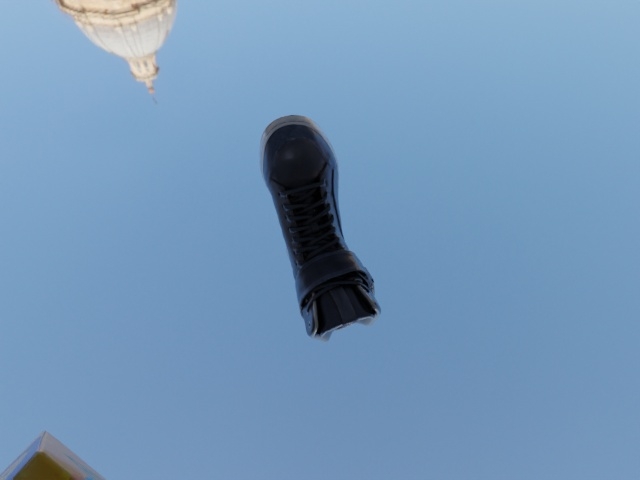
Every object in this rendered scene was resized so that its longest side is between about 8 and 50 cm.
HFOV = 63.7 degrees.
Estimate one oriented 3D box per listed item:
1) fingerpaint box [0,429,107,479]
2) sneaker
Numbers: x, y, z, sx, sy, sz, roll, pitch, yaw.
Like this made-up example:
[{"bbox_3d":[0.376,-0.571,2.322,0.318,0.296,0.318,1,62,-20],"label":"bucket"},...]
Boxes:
[{"bbox_3d":[-0.275,0.468,0.436,0.371,0.163,0.445,45,-117,-10],"label":"fingerpaint box"},{"bbox_3d":[0.002,0.000,0.527,0.086,0.226,0.164,-17,-136,-5],"label":"sneaker"}]
